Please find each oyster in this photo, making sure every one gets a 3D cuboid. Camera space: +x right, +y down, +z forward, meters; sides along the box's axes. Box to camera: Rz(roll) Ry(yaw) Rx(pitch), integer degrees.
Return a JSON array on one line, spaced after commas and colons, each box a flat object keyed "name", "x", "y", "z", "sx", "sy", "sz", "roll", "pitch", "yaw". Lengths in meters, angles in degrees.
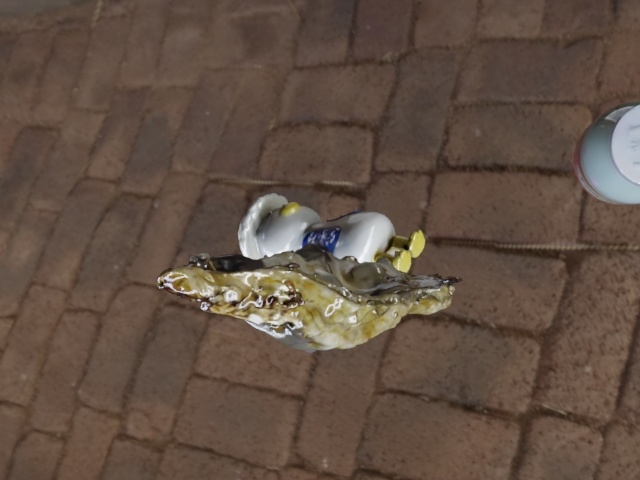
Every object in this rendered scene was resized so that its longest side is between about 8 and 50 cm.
[{"name": "oyster", "x": -0.002, "y": 0.041, "z": 0.735, "sx": 0.128, "sy": 0.345, "sz": 0.079, "roll": 26, "pitch": 104, "yaw": 33}]

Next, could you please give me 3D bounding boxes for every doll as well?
[{"name": "doll", "x": 0.000, "y": 0.000, "z": 1.211, "sx": 0.293, "sy": 0.119, "sz": 0.138, "roll": 7, "pitch": 37, "yaw": 38}]

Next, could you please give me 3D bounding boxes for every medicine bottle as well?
[{"name": "medicine bottle", "x": 0.278, "y": -0.077, "z": 0.789, "sx": 0.090, "sy": 0.216, "sz": 0.090, "roll": 0, "pitch": 92, "yaw": 11}]
